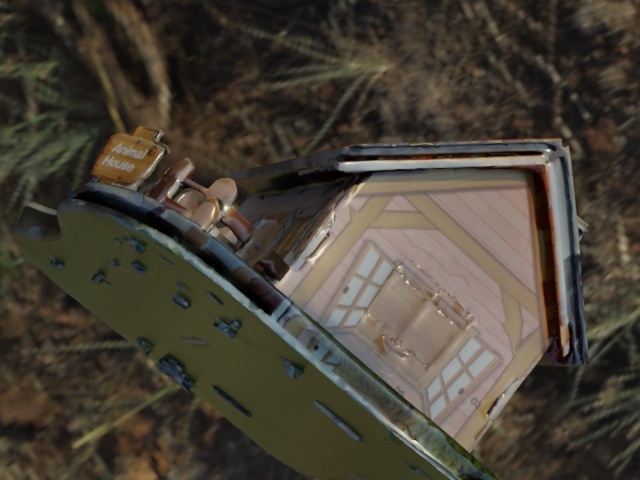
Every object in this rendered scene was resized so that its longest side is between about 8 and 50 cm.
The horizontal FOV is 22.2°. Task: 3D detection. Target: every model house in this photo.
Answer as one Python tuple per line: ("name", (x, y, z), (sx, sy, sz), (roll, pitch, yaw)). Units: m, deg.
("model house", (0.001, 0.001, 0.724), (0.207, 0.154, 0.294), (42, 166, -13))
